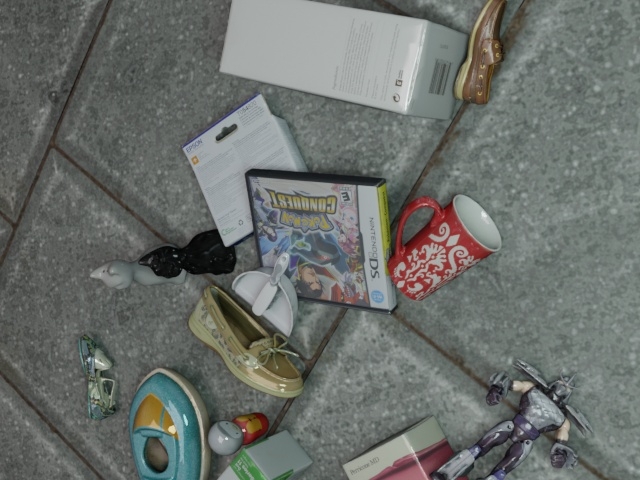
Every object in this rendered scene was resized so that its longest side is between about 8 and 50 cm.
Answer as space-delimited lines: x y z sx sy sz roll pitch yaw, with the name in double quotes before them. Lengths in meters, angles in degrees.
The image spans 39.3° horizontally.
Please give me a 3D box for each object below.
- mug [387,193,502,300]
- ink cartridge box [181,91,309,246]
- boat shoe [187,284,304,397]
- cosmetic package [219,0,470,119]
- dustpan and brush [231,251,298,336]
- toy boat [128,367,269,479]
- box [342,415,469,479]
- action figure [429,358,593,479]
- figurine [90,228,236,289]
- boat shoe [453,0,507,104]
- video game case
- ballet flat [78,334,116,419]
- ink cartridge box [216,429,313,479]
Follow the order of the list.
"mug" 0.190 0.004 1.496 0.169 0.113 0.150 -42 85 31
"ink cartridge box" -0.136 -0.133 1.711 0.223 0.045 0.224 -29 81 30
"boat shoe" -0.140 0.195 1.709 0.285 0.104 0.089 34 113 24
"cosmetic package" 0.038 -0.312 1.509 0.365 0.197 0.155 18 103 27
"dustpan and brush" -0.088 0.084 1.643 0.147 0.060 0.211 39 129 11
"toy boat" -0.262 0.382 1.772 0.318 0.148 0.267 -11 89 31
"box" 0.170 0.444 1.536 0.148 0.127 0.232 -35 77 29
"action figure" 0.310 0.313 1.421 0.285 0.099 0.185 -44 68 -4
"figurine" -0.308 0.045 1.734 0.215 0.209 0.092 -14 87 31
"boat shoe" 0.271 -0.306 1.451 0.060 0.064 0.178 24 112 21
"video game case" 0.000 0.000 1.606 0.275 0.035 0.248 7 117 30
"ballet flat" -0.478 0.294 1.950 0.070 0.070 0.188 -8 92 31
"ink cartridge box" -0.135 0.472 1.703 0.087 0.153 0.208 47 114 19
